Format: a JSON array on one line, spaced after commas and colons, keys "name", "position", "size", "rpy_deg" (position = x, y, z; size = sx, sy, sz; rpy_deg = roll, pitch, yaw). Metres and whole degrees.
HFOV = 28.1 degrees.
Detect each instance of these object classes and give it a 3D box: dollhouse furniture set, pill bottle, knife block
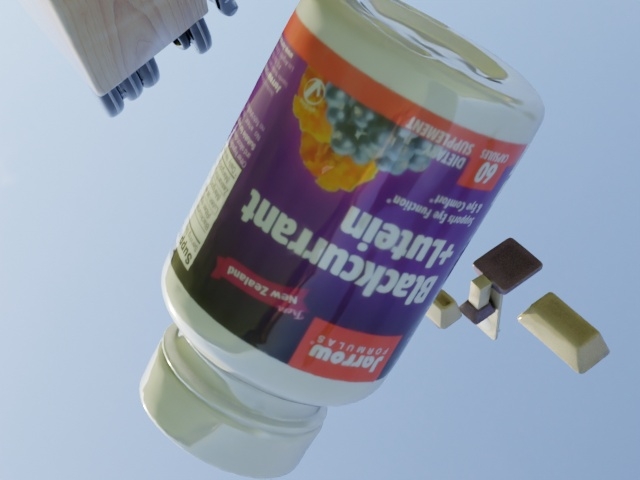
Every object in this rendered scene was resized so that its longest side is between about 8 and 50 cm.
[{"name": "dollhouse furniture set", "position": [0.143, 0.077, 0.940], "size": [0.091, 0.081, 0.114], "rpy_deg": [-33, -122, -24]}, {"name": "pill bottle", "position": [0.000, 0.000, 0.530], "size": [0.193, 0.108, 0.108], "rpy_deg": [-61, -159, 20]}, {"name": "knife block", "position": [-0.149, -0.150, 0.807], "size": [0.242, 0.088, 0.276], "rpy_deg": [-47, 171, 37]}]
